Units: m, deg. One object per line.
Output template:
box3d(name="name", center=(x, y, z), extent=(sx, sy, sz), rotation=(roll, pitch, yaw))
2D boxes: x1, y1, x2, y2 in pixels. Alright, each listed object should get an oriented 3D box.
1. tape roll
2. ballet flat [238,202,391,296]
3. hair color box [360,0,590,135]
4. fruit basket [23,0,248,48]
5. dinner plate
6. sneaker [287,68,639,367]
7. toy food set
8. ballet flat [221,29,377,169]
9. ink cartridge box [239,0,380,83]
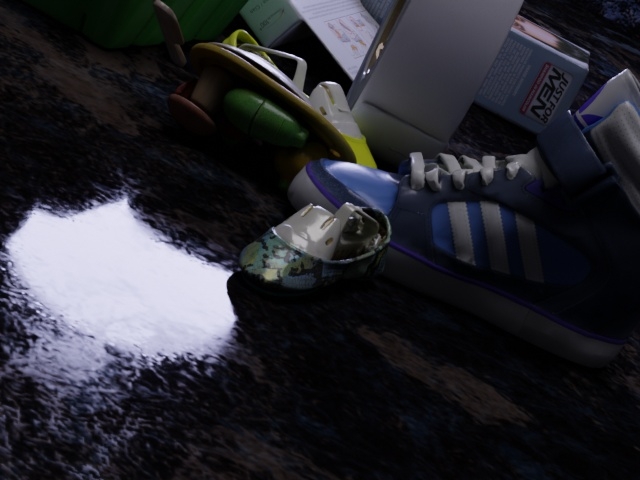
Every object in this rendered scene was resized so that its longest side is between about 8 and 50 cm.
box3d(name="tape roll", center=(0.117, -0.207, 1.820), extent=(0.100, 0.286, 0.286), rotation=(27, 16, -5))
box3d(name="ballet flat", center=(0.000, 0.000, 1.387), extent=(0.070, 0.070, 0.188), rotation=(33, 17, 19))
box3d(name="hair color box", center=(0.169, -0.278, 2.421), extent=(0.374, 0.114, 0.185), rotation=(28, 16, 1))
box3d(name="fruit basket", center=(-0.163, -0.402, 1.830), extent=(0.283, 0.392, 0.392), rotation=(31, 16, 12))
box3d(name="dinner plate", center=(-0.047, -0.133, 1.618), extent=(0.141, 0.017, 0.141), rotation=(36, -14, 10))
box3d(name="sneaker", center=(0.162, -0.059, 1.512), extent=(0.322, 0.236, 0.130), rotation=(27, 16, -2))
box3d(name="toy food set", center=(-0.075, -0.104, 1.597), extent=(0.218, 0.071, 0.128), rotation=(35, -14, 8))
box3d(name="ballet flat", center=(-0.021, -0.128, 1.720), extent=(0.231, 0.077, 0.077), rotation=(38, 18, 31))
box3d(name="ink cartridge box", center=(-0.006, -0.266, 2.195), extent=(0.261, 0.066, 0.296), rotation=(53, 18, 1))
